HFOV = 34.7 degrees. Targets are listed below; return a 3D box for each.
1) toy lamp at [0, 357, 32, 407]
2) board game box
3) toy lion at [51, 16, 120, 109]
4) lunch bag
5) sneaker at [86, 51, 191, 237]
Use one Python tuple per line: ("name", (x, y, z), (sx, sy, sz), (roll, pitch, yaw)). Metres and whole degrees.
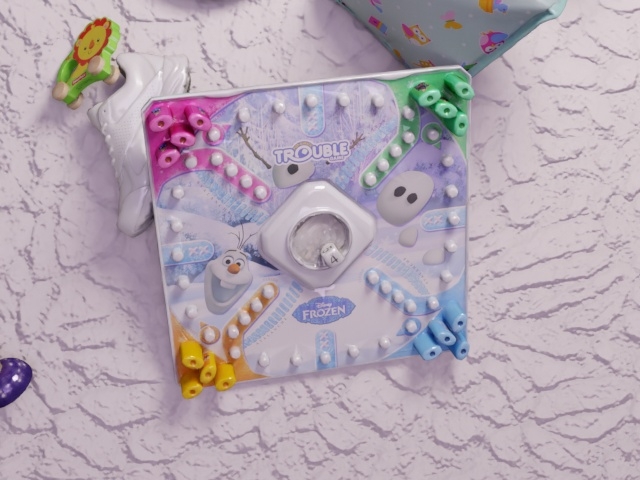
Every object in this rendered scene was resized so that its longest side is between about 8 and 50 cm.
("toy lamp", (-0.442, 0.087, 1.170), (0.080, 0.080, 0.275), (-35, 126, -6))
("board game box", (0.000, 0.000, 1.247), (0.390, 0.050, 0.390), (-7, 116, -9))
("toy lion", (-0.281, -0.221, 1.240), (0.100, 0.096, 0.034), (-29, 143, 25))
("lunch bag", (0.146, -0.313, 1.233), (0.223, 0.262, 0.160), (42, 55, -13))
("sneaker", (-0.232, -0.121, 1.254), (0.115, 0.090, 0.232), (11, 83, -4))
